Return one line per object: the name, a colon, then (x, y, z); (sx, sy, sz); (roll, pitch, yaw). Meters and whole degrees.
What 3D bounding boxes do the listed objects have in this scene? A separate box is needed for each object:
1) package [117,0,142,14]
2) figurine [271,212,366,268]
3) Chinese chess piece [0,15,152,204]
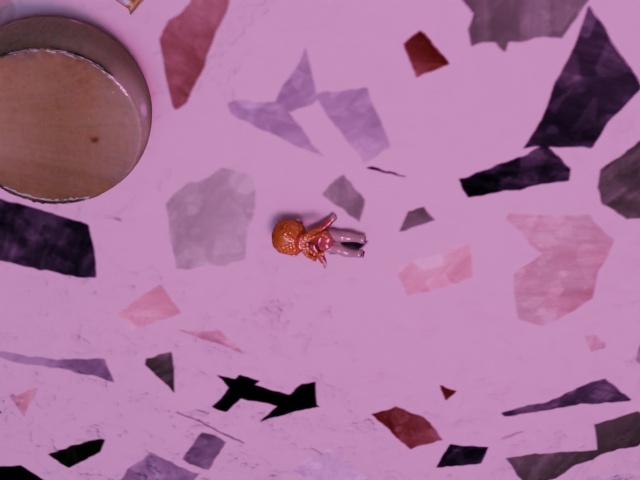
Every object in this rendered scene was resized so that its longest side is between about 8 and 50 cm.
package: (-0.184, -0.270, 0.921); (0.121, 0.031, 0.108); (33, 121, -20)
figurine: (0.000, 0.000, 1.150); (0.109, 0.047, 0.064); (7, 101, -17)
Chinese chess piece: (-0.259, -0.126, 1.009); (0.188, 0.083, 0.188); (-2, 127, -3)
